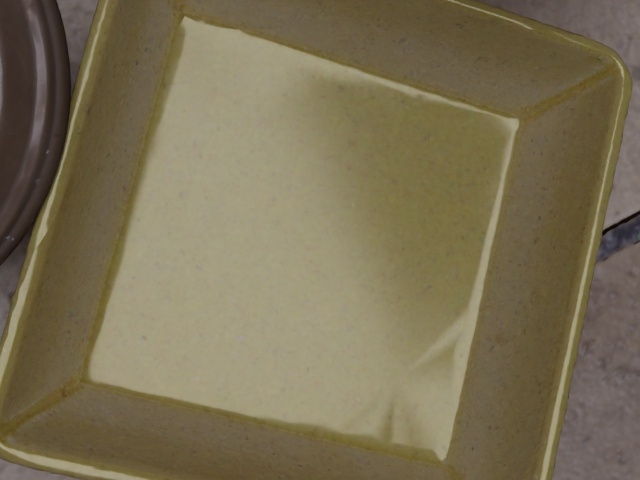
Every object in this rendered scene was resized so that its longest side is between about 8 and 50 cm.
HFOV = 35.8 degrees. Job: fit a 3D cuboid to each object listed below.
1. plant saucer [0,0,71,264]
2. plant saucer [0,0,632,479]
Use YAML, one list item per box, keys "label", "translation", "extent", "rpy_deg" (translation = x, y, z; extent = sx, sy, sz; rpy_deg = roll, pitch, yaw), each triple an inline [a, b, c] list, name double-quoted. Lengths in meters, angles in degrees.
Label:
- label: "plant saucer"
  translation: [-0.274, -0.083, 0.532]
  extent: [0.278, 0.041, 0.277]
  rpy_deg: [0, 91, 5]
- label: "plant saucer"
  translation: [0.000, 0.000, 0.616]
  extent: [0.333, 0.081, 0.332]
  rpy_deg: [16, 82, -12]
